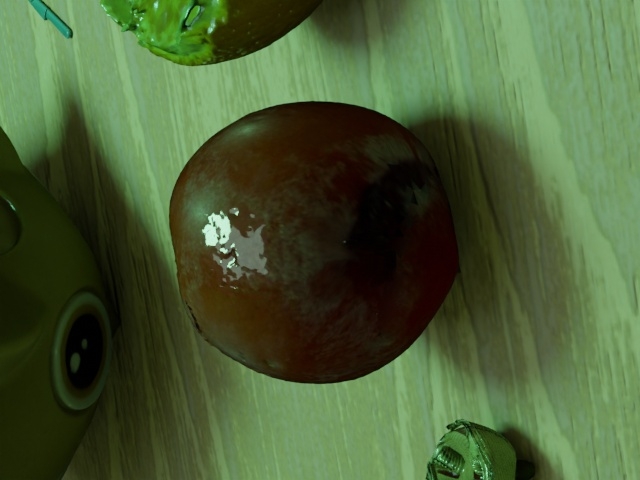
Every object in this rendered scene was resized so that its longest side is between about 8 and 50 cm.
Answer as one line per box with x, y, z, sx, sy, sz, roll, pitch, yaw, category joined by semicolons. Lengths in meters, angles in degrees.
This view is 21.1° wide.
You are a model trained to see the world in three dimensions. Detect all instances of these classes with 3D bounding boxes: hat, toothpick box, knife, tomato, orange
0.119;0.176;1.268;0.077;0.059;0.076;-65;36;36;hat
-0.401;0.101;1.654;0.409;0.409;0.425;55;142;25;toothpick box
-0.268;-0.222;1.682;0.091;0.005;0.014;45;133;35;knife
0.000;0.000;1.233;0.184;0.208;0.208;-11;94;32;tomato
-0.059;-0.243;1.265;0.179;0.158;0.237;64;144;35;orange
